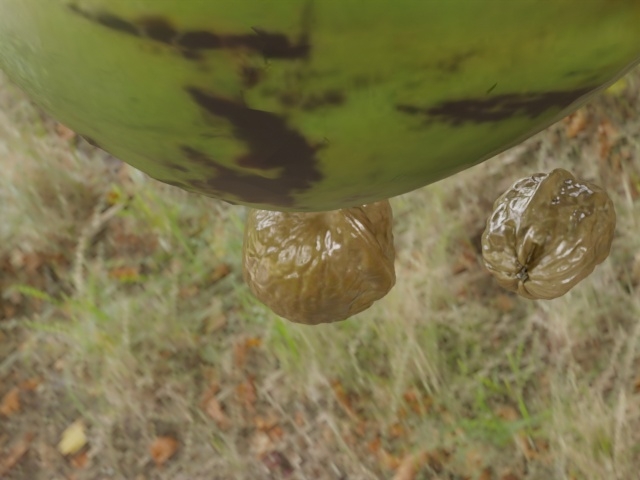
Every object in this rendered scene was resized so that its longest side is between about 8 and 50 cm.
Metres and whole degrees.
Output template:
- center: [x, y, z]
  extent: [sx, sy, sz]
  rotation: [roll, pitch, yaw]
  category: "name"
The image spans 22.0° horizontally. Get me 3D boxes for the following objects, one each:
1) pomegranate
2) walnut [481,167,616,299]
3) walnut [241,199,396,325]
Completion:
- center: [-0.032, -0.139, 0.500]
  extent: [0.341, 0.260, 0.260]
  rotation: [9, 61, 21]
  category: "pomegranate"
- center: [0.147, -0.006, 1.053]
  extent: [0.079, 0.082, 0.096]
  rotation: [15, 43, 28]
  category: "walnut"
- center: [0.000, 0.000, 1.017]
  extent: [0.105, 0.124, 0.105]
  rotation: [2, 73, -6]
  category: "walnut"
